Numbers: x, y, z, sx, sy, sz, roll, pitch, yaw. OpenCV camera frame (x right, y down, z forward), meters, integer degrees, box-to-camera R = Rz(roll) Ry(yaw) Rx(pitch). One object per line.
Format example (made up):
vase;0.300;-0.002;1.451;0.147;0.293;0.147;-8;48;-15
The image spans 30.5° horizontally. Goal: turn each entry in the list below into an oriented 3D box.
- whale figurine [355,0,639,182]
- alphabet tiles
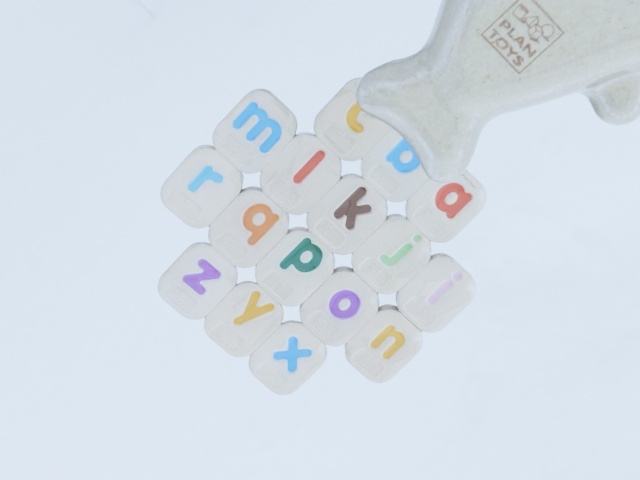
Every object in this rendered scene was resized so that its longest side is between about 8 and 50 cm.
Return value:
whale figurine;0.152;-0.169;0.850;0.272;0.216;0.141;-45;9;17
alphabet tiles;0.000;0.000;1.075;0.278;0.284;0.021;-46;12;12
